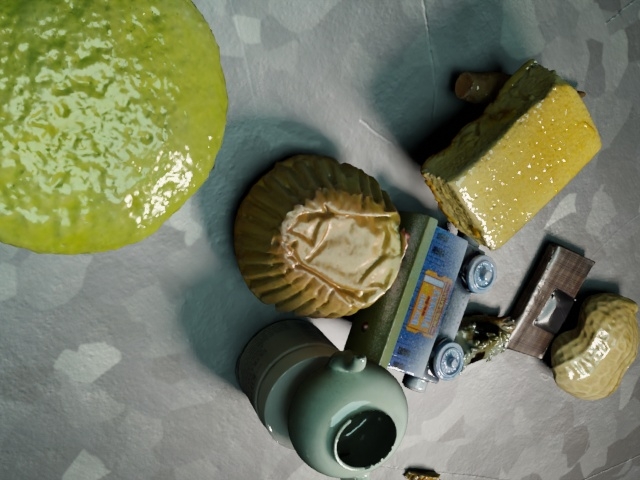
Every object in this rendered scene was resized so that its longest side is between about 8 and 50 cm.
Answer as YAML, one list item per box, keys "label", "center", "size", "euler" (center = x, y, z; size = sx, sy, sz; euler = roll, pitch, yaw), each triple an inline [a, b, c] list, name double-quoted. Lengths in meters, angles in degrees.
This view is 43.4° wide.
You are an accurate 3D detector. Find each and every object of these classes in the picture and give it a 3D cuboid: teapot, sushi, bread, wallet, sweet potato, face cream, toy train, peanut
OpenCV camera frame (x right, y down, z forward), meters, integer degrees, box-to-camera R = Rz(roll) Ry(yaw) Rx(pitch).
- label: "teapot"
  center: [0.047, 0.281, 1.245]
  size: [0.193, 0.129, 0.294]
  euler: [-12, 113, -18]
- label: "sushi"
  center: [0.280, 0.189, 1.511]
  size: [0.226, 0.103, 0.097]
  euler: [-22, 117, -24]
- label: "bread"
  center: [-0.303, -0.176, 0.972]
  size: [0.348, 0.308, 0.348]
  euler: [-6, 108, -18]
- label: "bread"
  center: [0.310, -0.136, 1.310]
  size: [0.274, 0.114, 0.185]
  euler: [-44, 124, -9]
- label: "wallet"
  center: [0.449, 0.123, 1.596]
  size: [0.124, 0.042, 0.230]
  euler: [20, 99, -27]
- label: "sweet potato"
  center: [0.351, -0.246, 1.391]
  size: [0.281, 0.059, 0.067]
  euler: [8, 67, -31]
- label: "face cream"
  center: [-0.037, 0.240, 1.355]
  size: [0.177, 0.153, 0.177]
  euler: [-8, 111, -22]
- label: "toy train"
  center: [0.176, 0.105, 1.382]
  size: [0.202, 0.131, 0.300]
  euler: [23, 83, -33]
- label: "peanut"
  center: [0.571, 0.217, 1.652]
  size: [0.196, 0.110, 0.233]
  euler: [28, 99, -31]
- label: "bread"
  center: [0.000, 0.000, 1.249]
  size: [0.274, 0.149, 0.274]
  euler: [-1, 97, -10]

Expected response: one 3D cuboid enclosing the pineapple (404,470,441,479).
- label: "pineapple"
  center: [0.214, 0.482, 1.632]
  size: [0.083, 0.045, 0.019]
  euler: [10, 94, -24]
